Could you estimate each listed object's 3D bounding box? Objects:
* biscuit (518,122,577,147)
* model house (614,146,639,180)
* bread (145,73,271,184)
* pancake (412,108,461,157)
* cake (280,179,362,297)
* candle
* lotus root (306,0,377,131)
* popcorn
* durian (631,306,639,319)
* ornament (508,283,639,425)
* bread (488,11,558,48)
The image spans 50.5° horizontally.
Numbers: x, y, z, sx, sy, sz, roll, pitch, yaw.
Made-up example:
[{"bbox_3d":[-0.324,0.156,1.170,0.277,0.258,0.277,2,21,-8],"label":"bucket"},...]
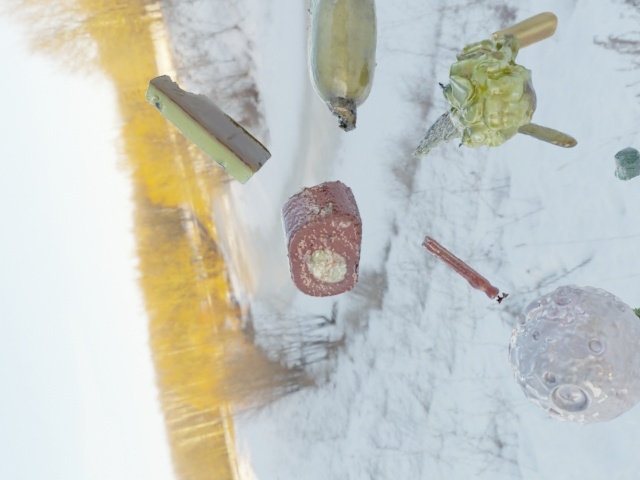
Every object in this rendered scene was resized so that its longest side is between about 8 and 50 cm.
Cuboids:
[{"bbox_3d":[0.494,-0.268,1.611,0.183,0.174,0.039,-115,40,-68],"label":"biscuit"},{"bbox_3d":[0.836,-0.218,1.847,0.083,0.078,0.066,58,176,-33],"label":"model house"},{"bbox_3d":[-0.189,-0.193,1.147,0.049,0.226,0.088,-44,7,33],"label":"bread"},{"bbox_3d":[0.399,-0.337,2.110,0.266,0.057,0.244,-53,19,13],"label":"pancake"},{"bbox_3d":[0.000,0.000,1.585,0.283,0.176,0.151,92,169,-45],"label":"cake"},{"bbox_3d":[0.469,0.097,2.243,0.329,0.051,0.048,38,154,11],"label":"candle"},{"bbox_3d":[0.044,-0.392,1.422,0.169,0.151,0.343,62,-149,-80],"label":"lotus root"},{"bbox_3d":[0.320,-0.286,1.316,0.218,0.169,0.189,-102,-7,-58],"label":"popcorn"},{"bbox_3d":[0.997,0.329,2.070,0.224,0.290,0.291,26,128,62],"label":"durian"},{"bbox_3d":[0.476,0.214,1.254,0.225,0.259,0.260,-54,-33,-48],"label":"ornament"},{"bbox_3d":[0.646,-0.665,2.186,0.093,0.239,0.074,83,162,-62],"label":"bread"}]
